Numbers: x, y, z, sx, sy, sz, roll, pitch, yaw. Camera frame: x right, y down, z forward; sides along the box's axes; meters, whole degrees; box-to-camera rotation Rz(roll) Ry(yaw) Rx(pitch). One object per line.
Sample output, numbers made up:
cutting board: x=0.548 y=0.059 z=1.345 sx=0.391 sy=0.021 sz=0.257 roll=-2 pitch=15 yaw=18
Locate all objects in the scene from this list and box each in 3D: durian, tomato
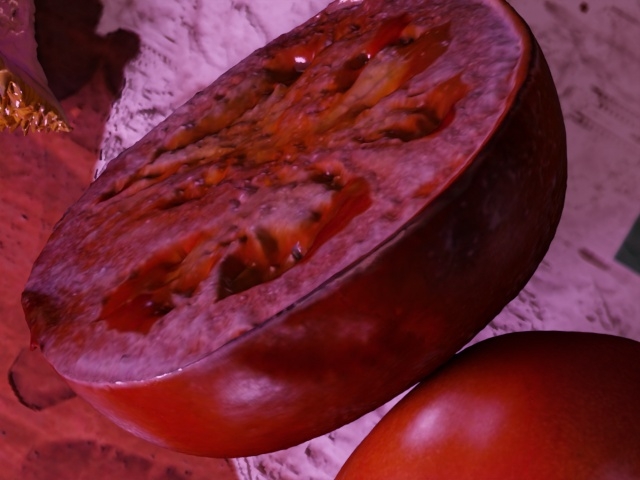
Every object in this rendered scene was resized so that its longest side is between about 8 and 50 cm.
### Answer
durian: x=-0.227 y=-0.160 z=1.082 sx=0.132 sy=0.165 sz=0.182 roll=-9 pitch=111 yaw=-41
tomato: x=0.150 y=0.179 z=0.983 sx=0.298 sy=0.298 sz=0.226 roll=39 pitch=44 yaw=3
tomato: x=0.004 y=0.006 z=0.991 sx=0.338 sy=0.338 sz=0.144 roll=-40 pitch=116 yaw=-5
